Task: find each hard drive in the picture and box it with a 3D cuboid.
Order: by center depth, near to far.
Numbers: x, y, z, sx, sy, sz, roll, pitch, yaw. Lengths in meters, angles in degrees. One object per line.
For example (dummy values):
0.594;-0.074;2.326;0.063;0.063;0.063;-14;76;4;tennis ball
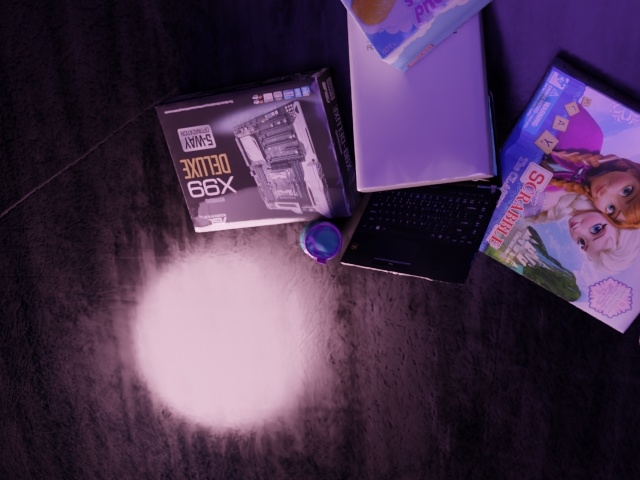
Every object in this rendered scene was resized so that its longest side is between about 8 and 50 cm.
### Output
0.144;-0.235;1.244;0.203;0.040;0.307;-5;85;25;hard drive

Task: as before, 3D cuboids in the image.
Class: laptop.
0.143;-0.090;1.296;0.234;0.264;0.136;9;155;41;laptop

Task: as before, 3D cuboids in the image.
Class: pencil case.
0.000;0.000;1.430;0.065;0.152;0.070;13;91;-4;pencil case

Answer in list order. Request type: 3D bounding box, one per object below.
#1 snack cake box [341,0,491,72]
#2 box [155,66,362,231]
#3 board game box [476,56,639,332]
0.163;-0.380;1.168;0.264;0.089;0.152;-38;71;21;snack cake box
-0.105;-0.149;1.442;0.308;0.076;0.242;-5;112;23;box
0.413;-0.063;1.284;0.318;0.066;0.318;30;122;7;board game box
